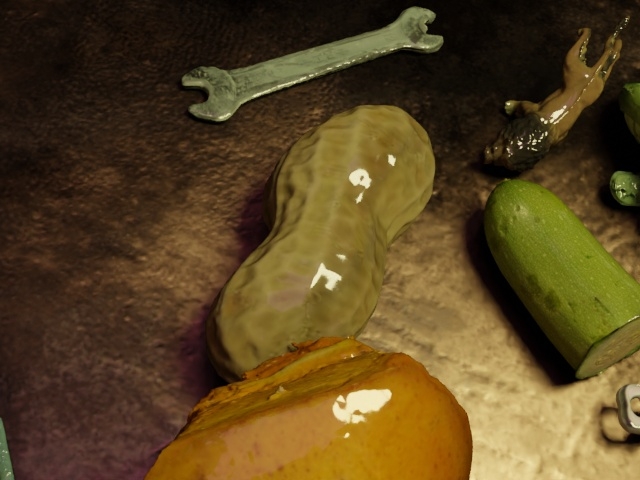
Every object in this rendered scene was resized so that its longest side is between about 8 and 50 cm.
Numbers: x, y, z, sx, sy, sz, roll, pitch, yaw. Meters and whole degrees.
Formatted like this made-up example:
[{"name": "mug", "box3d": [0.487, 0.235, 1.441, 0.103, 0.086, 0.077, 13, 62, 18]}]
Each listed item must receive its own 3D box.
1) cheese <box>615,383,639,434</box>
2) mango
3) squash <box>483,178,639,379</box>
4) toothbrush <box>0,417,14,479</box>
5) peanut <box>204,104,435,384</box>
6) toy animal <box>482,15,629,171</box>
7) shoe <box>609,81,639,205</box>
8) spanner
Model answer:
[{"name": "cheese", "box3d": [0.358, 0.153, 0.785, 0.227, 0.064, 0.137, 8, 53, -6]}, {"name": "mango", "box3d": [-0.048, 0.198, 0.615, 0.199, 0.201, 0.350, 34, 66, 32]}, {"name": "squash", "box3d": [0.208, 0.024, 0.831, 0.095, 0.095, 0.188, -22, 59, -22]}, {"name": "toothbrush", "box3d": [-0.222, 0.204, 0.681, 0.011, 0.014, 0.167, -17, 62, -10]}, {"name": "peanut", "box3d": [0.000, 0.000, 0.791, 0.136, 0.120, 0.298, 10, 54, 26]}, {"name": "toy animal", "box3d": [0.243, -0.144, 0.943, 0.069, 0.086, 0.220, 40, 81, -9]}, {"name": "shoe", "box3d": [0.363, -0.078, 0.899, 0.140, 0.128, 0.262, 8, 27, -15]}, {"name": "spanner", "box3d": [-0.001, -0.184, 0.967, 0.302, 0.017, 0.071, -20, 64, -21]}]
